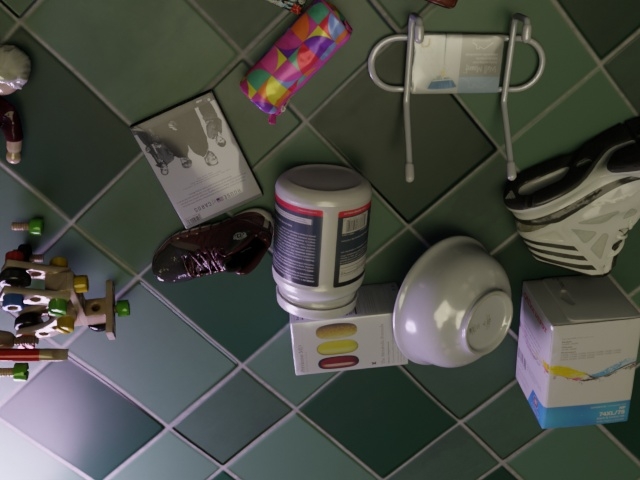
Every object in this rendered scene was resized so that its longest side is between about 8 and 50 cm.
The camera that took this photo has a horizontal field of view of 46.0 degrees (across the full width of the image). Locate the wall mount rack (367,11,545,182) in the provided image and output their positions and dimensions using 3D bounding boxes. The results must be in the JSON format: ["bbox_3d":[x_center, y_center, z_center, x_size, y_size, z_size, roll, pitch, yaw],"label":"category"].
[{"bbox_3d":[0.268,-0.275,1.438,0.349,0.130,0.304,-1,115,-3],"label":"wall mount rack"}]

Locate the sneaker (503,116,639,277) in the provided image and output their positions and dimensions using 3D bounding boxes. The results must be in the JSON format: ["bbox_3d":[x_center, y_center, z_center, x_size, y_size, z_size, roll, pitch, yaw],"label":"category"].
[{"bbox_3d":[0.626,-0.084,1.564,0.447,0.169,0.257,-21,124,14],"label":"sneaker"}]

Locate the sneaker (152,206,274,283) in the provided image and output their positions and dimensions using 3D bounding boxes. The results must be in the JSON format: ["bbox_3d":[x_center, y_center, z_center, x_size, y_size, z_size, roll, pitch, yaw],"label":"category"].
[{"bbox_3d":[-0.222,0.032,1.523,0.281,0.162,0.106,-26,115,7],"label":"sneaker"}]

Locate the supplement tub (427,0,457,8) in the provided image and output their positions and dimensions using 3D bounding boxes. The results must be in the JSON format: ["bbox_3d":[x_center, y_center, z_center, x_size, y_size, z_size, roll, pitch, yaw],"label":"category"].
[{"bbox_3d":[0.227,-0.521,1.332,0.106,0.106,0.198,16,113,-12],"label":"supplement tub"}]

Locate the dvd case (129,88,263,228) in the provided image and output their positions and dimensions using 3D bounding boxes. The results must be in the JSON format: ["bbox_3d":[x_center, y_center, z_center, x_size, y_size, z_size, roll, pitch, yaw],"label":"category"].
[{"bbox_3d":[-0.244,-0.158,1.506,0.179,0.030,0.239,-23,115,6],"label":"dvd case"}]

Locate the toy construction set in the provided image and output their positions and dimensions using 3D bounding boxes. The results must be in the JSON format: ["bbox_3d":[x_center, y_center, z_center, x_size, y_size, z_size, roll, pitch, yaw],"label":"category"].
[{"bbox_3d":[-0.503,0.143,1.493,0.237,0.309,0.258,2,123,-11],"label":"toy construction set"}]

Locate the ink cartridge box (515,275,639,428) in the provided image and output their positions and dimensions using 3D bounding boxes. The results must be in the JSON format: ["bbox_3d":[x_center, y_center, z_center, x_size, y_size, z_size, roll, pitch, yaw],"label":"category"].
[{"bbox_3d":[0.561,0.241,1.669,0.197,0.198,0.270,-5,116,-2],"label":"ink cartridge box"}]

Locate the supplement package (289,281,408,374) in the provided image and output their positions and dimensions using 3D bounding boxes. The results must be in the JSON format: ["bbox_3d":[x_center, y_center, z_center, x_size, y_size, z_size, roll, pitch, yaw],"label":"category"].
[{"bbox_3d":[0.058,0.191,1.638,0.244,0.134,0.139,-6,115,-2],"label":"supplement package"}]

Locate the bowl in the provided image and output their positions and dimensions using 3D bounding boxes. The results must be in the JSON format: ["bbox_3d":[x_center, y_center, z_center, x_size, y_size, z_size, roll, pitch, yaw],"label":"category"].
[{"bbox_3d":[0.303,0.147,1.566,0.297,0.134,0.298,-15,116,-34],"label":"bowl"}]

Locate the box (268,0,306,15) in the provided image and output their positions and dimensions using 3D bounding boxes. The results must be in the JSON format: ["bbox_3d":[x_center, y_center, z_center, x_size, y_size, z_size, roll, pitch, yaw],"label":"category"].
[{"bbox_3d":[-0.050,-0.487,1.355,0.093,0.027,0.137,15,114,-29],"label":"box"}]

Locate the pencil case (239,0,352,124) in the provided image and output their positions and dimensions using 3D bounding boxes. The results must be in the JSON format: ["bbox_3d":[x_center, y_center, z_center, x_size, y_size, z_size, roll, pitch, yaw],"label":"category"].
[{"bbox_3d":[-0.044,-0.335,1.402,0.104,0.104,0.236,37,108,-19],"label":"pencil case"}]

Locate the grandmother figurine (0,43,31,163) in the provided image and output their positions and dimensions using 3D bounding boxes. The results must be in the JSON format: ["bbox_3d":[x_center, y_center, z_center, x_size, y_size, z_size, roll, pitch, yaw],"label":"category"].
[{"bbox_3d":[-0.654,-0.219,1.412,0.207,0.104,0.342,23,111,-44],"label":"grandmother figurine"}]

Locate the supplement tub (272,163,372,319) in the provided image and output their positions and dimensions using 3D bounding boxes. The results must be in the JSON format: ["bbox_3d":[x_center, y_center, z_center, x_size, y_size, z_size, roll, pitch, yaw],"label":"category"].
[{"bbox_3d":[0.000,0.000,1.511,0.191,0.191,0.272,2,115,-6],"label":"supplement tub"}]
